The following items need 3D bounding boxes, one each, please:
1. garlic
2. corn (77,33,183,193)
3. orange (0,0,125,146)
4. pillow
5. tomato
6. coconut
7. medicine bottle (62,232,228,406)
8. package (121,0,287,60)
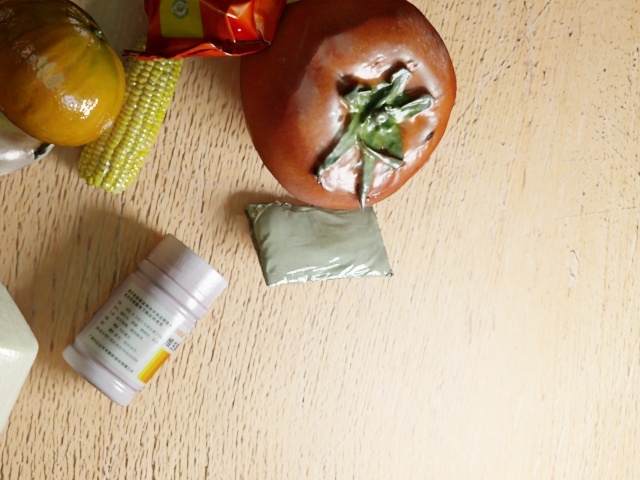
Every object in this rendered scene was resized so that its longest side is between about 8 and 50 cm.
[{"bbox_3d":[-0.517,-0.194,1.689,0.128,0.148,0.266,-30,114,24],"label":"garlic"},{"bbox_3d":[-0.285,-0.188,1.764,0.093,0.093,0.244,26,88,-20],"label":"corn"},{"bbox_3d":[-0.379,-0.247,1.648,0.171,0.240,0.240,-41,108,10],"label":"orange"},{"bbox_3d":[0.000,0.000,1.882,0.229,0.050,0.148,-5,71,-21],"label":"pillow"},{"bbox_3d":[0.034,-0.219,1.783,0.341,0.273,0.342,-9,111,-25],"label":"tomato"},{"bbox_3d":[-0.529,0.157,1.651,0.237,0.237,0.266,24,95,-20],"label":"coconut"},{"bbox_3d":[-0.268,0.120,1.787,0.133,0.133,0.250,42,81,-18],"label":"medicine bottle"},{"bbox_3d":[-0.127,-0.431,1.682,0.123,0.195,0.424,35,70,-51],"label":"package"}]
